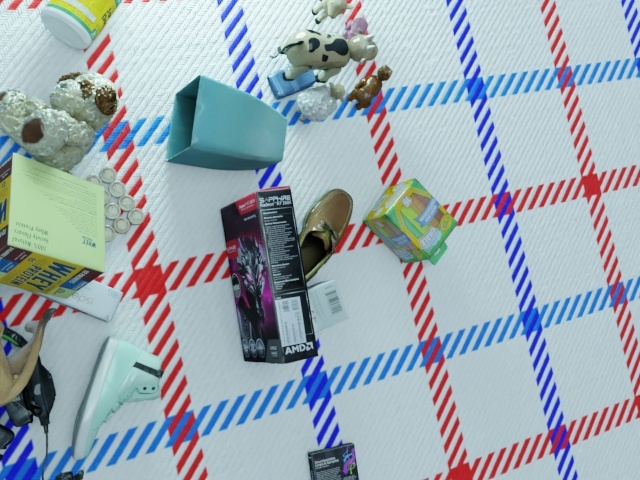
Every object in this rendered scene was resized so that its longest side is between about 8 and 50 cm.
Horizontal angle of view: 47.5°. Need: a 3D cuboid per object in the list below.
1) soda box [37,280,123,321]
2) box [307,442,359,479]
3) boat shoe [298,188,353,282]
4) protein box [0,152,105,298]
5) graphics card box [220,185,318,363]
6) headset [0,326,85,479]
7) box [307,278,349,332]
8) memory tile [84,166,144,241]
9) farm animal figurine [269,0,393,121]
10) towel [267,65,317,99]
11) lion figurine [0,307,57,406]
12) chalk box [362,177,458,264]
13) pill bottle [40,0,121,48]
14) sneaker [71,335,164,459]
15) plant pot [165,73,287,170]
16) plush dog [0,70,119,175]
[{"bbox_3d":[-0.527,0.099,1.511,0.216,0.074,0.069,27,73,-18],"label":"soda box"},{"bbox_3d":[0.036,0.570,1.720,0.116,0.029,0.162,-6,87,-25],"label":"box"},{"bbox_3d":[0.000,0.000,1.736,0.111,0.104,0.307,36,70,-14],"label":"boat shoe"},{"bbox_3d":[-0.536,-0.022,1.393,0.200,0.136,0.201,23,46,-45],"label":"protein box"},{"bbox_3d":[-0.119,0.082,1.605,0.094,0.233,0.370,-9,88,-28],"label":"graphics card box"},{"bbox_3d":[-0.607,0.331,1.385,0.243,0.185,0.394,-42,89,-22],"label":"headset"},{"bbox_3d":[-0.006,0.156,1.723,0.102,0.087,0.101,-20,91,-24],"label":"box"},{"bbox_3d":[-0.468,-0.079,1.594,0.113,0.012,0.148,-35,98,-23],"label":"memory tile"},{"bbox_3d":[0.041,-0.477,1.754,0.327,0.172,0.330,-24,92,-33],"label":"farm animal figurine"},{"bbox_3d":[-0.071,-0.397,1.799,0.119,0.029,0.067,-27,94,-23],"label":"towel"},{"bbox_3d":[-0.660,0.252,1.283,0.392,0.142,0.240,-14,54,2],"label":"lion figurine"},{"bbox_3d":[0.241,-0.031,1.831,0.213,0.132,0.132,43,70,-13],"label":"chalk box"},{"bbox_3d":[-0.501,-0.531,1.581,0.118,0.117,0.208,33,71,-16],"label":"pill bottle"},{"bbox_3d":[-0.416,0.344,1.518,0.151,0.094,0.255,23,76,-22],"label":"sneaker"},{"bbox_3d":[-0.205,-0.245,1.656,0.234,0.166,0.165,12,78,-30],"label":"plant pot"},{"bbox_3d":[-0.512,-0.252,1.507,0.225,0.262,0.210,-49,136,-11],"label":"plush dog"}]
